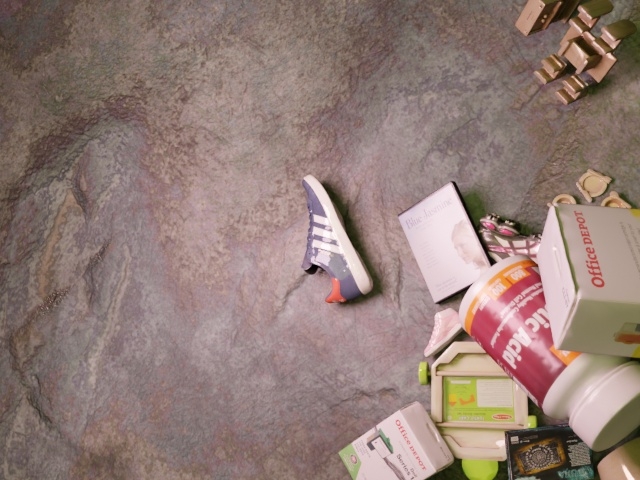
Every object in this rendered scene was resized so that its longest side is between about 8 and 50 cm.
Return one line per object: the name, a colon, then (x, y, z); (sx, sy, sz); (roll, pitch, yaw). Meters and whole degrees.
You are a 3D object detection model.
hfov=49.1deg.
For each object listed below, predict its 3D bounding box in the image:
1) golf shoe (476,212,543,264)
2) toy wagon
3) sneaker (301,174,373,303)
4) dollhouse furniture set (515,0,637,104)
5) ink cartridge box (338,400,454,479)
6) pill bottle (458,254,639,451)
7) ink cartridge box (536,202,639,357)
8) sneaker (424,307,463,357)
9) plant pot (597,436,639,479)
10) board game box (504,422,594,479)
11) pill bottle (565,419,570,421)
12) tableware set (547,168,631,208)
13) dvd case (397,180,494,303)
golf shoe: (0.493, 0.031, 1.660); (0.272, 0.105, 0.120); (24, 102, 28)
toy wagon: (0.365, 0.410, 1.628); (0.267, 0.068, 0.345); (-3, 79, 19)
sneaker: (0.000, 0.000, 1.803); (0.148, 0.131, 0.350); (-27, 72, 7)
dollhouse furniture set: (0.616, -0.491, 1.671); (0.161, 0.212, 0.242); (-25, 68, -28)
ink cartridge box: (0.173, 0.499, 1.622); (0.219, 0.092, 0.160); (-45, 66, 30)
pill bottle: (0.495, 0.230, 1.472); (0.224, 0.224, 0.392); (-46, 51, 5)
ink cartridge box: (0.640, 0.080, 1.362); (0.384, 0.160, 0.279); (5, 42, 2)
sneaker: (0.289, 0.220, 1.703); (0.134, 0.051, 0.070); (-43, 67, 2)
plant pot: (0.698, 0.546, 1.412); (0.256, 0.256, 0.274); (-36, 53, 9)
board game box: (0.503, 0.472, 1.541); (0.186, 0.026, 0.126); (-6, 93, -2)
pill bottle: (0.608, 0.343, 1.547); (0.160, 0.087, 0.087); (-15, 74, 15)
tableware set: (0.638, -0.079, 1.663); (0.168, 0.020, 0.141); (-42, 69, 7)
dvd case: (0.306, 0.006, 1.721); (0.180, 0.022, 0.253); (-34, 68, 35)
